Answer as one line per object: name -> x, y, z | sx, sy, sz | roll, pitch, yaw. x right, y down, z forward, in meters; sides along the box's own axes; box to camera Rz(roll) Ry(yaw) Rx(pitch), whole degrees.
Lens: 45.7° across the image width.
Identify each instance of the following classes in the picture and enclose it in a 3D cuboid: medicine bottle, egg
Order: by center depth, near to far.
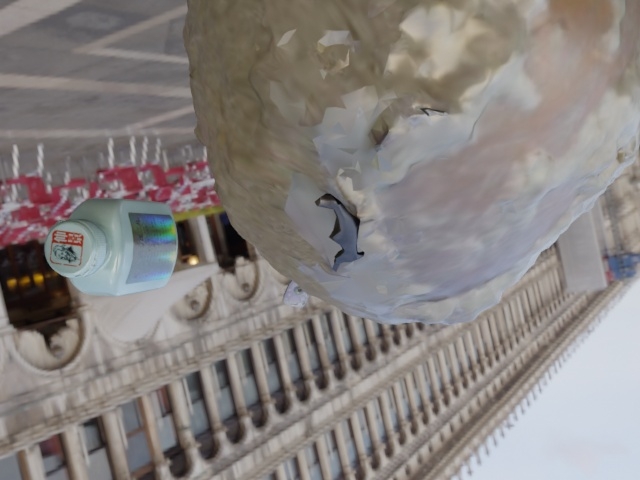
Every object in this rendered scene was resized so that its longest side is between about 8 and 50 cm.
egg -> 0.050, -0.103, 0.431 | 0.279, 0.311, 0.279 | 10, -145, -7
medicine bottle -> -0.257, 0.008, 0.954 | 0.083, 0.121, 0.229 | 3, -178, 11

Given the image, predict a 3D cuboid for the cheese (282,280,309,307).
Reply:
cheese -> 0.000, 0.000, 0.874 | 0.097, 0.192, 0.037 | 18, -153, -13
